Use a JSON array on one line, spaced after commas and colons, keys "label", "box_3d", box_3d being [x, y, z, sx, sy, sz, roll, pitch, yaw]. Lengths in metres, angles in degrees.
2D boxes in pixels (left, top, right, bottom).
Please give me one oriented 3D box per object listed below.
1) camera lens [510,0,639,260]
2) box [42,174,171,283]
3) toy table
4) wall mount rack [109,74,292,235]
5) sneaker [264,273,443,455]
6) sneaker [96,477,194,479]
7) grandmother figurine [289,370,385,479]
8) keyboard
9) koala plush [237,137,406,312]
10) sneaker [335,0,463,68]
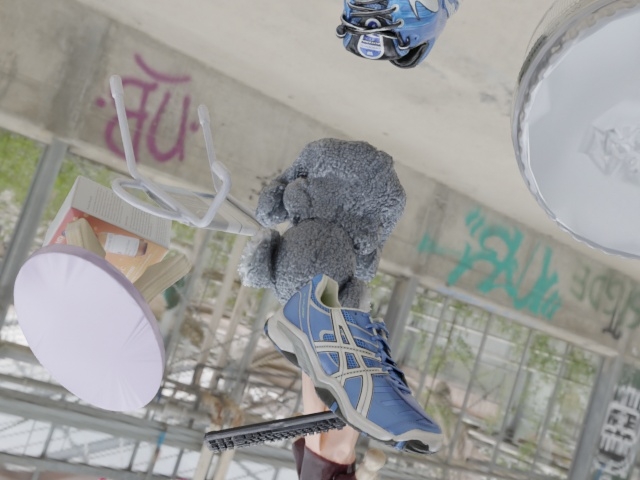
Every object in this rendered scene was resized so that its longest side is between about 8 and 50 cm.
[{"label": "camera lens", "box_3d": [0.285, -0.126, 0.643, 0.219, 0.219, 0.274, 17, -152, 11]}, {"label": "box", "box_3d": [-0.353, -0.003, 1.203, 0.170, 0.130, 0.091, 25, -149, -25]}, {"label": "toy table", "box_3d": [-0.321, 0.101, 1.084, 0.252, 0.274, 0.161, -11, -155, 3]}, {"label": "wall mount rack", "box_3d": [-0.190, -0.119, 1.151, 0.304, 0.130, 0.350, 37, -166, 29]}, {"label": "sneaker", "box_3d": [0.033, 0.109, 0.660, 0.211, 0.081, 0.080, 40, -173, 33]}, {"label": "sneaker", "box_3d": [-0.077, 0.264, 0.580, 0.252, 0.103, 0.111, 32, -159, 35]}, {"label": "grandmother figurine", "box_3d": [0.009, 0.300, 1.037, 0.104, 0.343, 0.208, 4, -177, -24]}, {"label": "keyboard", "box_3d": [-0.055, 0.245, 0.928, 0.180, 0.023, 0.108, -8, 160, -6]}, {"label": "koala plush", "box_3d": [0.000, 0.000, 0.916, 0.196, 0.221, 0.203, 32, 141, -5]}, {"label": "sneaker", "box_3d": [0.083, -0.287, 0.842, 0.129, 0.147, 0.330, 22, -179, 25]}]
